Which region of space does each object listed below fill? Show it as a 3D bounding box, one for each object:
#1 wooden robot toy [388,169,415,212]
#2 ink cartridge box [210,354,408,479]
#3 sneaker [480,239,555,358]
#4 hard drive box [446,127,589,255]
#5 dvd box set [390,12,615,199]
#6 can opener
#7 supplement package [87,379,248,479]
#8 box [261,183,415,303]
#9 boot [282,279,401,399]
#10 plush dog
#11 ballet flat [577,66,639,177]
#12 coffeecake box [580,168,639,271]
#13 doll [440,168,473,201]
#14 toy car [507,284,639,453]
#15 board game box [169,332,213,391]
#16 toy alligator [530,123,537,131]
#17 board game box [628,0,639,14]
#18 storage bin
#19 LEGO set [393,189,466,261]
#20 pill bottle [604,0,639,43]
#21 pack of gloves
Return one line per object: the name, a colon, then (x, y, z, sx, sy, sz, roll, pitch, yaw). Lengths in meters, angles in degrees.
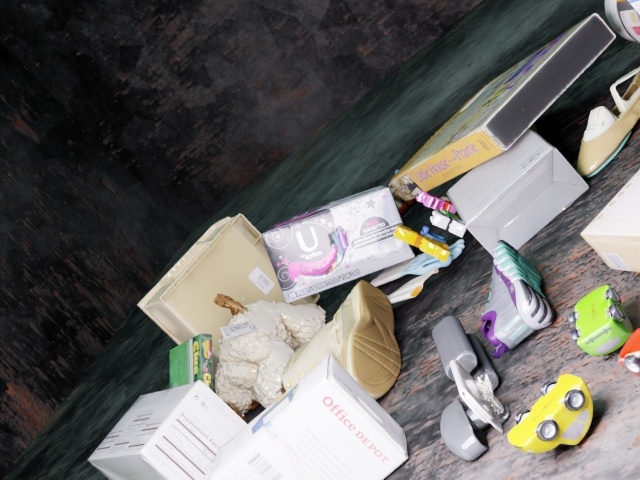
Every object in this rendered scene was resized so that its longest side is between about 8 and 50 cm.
wooden robot toy: (0.157, -0.075, 2.387, 0.173, 0.076, 0.079, -47, -23, -13)
ink cartridge box: (-0.013, 0.279, 1.447, 0.212, 0.154, 0.093, -42, 10, 12)
sneaker: (0.244, 0.074, 1.492, 0.098, 0.083, 0.223, -46, 12, 16)
hard drive box: (0.309, -0.081, 1.781, 0.181, 0.089, 0.232, -42, 12, 10)
dvd box set: (0.311, -0.226, 1.985, 0.307, 0.062, 0.420, -45, 5, -19)
can opener: (0.174, 0.173, 1.389, 0.093, 0.074, 0.280, -42, 12, 13)
supplement package: (-0.209, 0.349, 1.735, 0.145, 0.204, 0.262, -51, 14, -28)
box: (0.033, 0.001, 2.039, 0.247, 0.142, 0.163, -21, 4, 4)
boot: (0.025, 0.203, 1.742, 0.203, 0.095, 0.262, -46, 22, 25)
plush dog: (-0.128, 0.224, 2.017, 0.262, 0.211, 0.225, -60, -5, -57)
ballet flat: (0.461, -0.199, 1.723, 0.232, 0.073, 0.080, -47, 12, -11)
coffeecake box: (0.426, -0.049, 1.334, 0.185, 0.068, 0.142, -46, 12, -9)
doll: (0.286, -0.109, 2.059, 0.189, 0.046, 0.129, -38, 12, 25)
toy car: (0.308, 0.121, 1.181, 0.239, 0.053, 0.225, -38, 13, 24)
board game box: (-0.233, 0.309, 2.002, 0.136, 0.030, 0.259, -31, 57, 54)
toy alligator: (0.377, -0.219, 2.111, 0.051, 0.056, 0.189, -40, 9, 24)
board game box: (0.589, -0.338, 1.392, 0.347, 0.233, 0.078, -45, 12, -8)
storage bin: (-0.180, 0.125, 2.270, 0.260, 0.262, 0.123, -49, 14, -25)
LEGO set: (0.176, -0.024, 1.857, 0.227, 0.093, 0.087, -81, 14, -79)
pill bottle: (0.576, -0.393, 1.797, 0.162, 0.162, 0.278, -44, 12, -1)
pack of gloves: (0.148, 0.082, 1.918, 0.195, 0.046, 0.232, -38, 9, -37)
